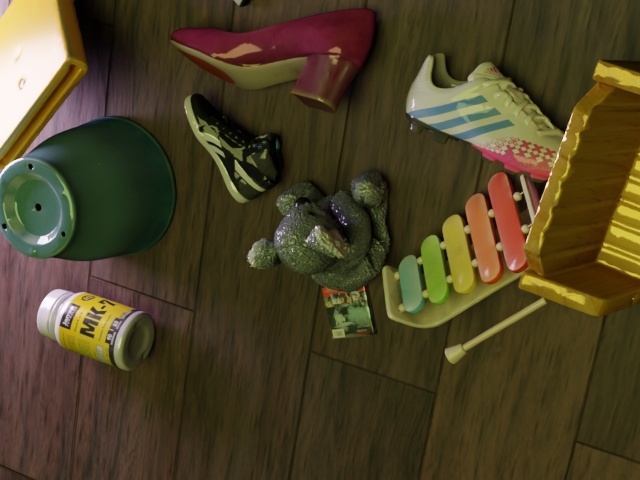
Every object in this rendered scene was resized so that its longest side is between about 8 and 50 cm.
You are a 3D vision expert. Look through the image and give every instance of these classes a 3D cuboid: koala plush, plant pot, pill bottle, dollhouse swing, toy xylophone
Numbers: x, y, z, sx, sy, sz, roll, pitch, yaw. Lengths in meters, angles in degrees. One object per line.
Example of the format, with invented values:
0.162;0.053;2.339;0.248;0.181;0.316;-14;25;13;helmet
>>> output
0.000;0.000;1.892;0.196;0.221;0.203;-8;93;28;koala plush
-0.448;-0.078;2.090;0.272;0.255;0.271;7;105;26;plant pot
-0.440;0.170;2.220;0.208;0.119;0.119;15;108;23;pill bottle
0.520;-0.038;1.607;0.305;0.315;0.346;30;114;32;dollhouse swing
0.245;0.047;1.811;0.323;0.236;0.081;-41;127;22;toy xylophone

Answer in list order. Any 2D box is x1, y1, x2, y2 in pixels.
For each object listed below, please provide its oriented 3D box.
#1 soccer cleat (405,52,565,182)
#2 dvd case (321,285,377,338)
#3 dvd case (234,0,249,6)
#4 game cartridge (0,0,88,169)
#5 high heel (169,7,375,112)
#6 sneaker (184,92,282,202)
0.286;-0.193;1.770;0.331;0.116;0.143;23;112;21;soccer cleat
0.049;0.114;2.021;0.087;0.013;0.119;-9;96;28;dvd case
-0.179;-0.549;1.949;0.253;0.022;0.180;47;135;10;dvd case
-0.537;-0.333;2.099;0.285;0.053;0.323;-44;44;28;game cartridge
-0.083;-0.348;1.953;0.377;0.127;0.181;22;82;25;high heel
-0.141;-0.185;2.017;0.121;0.079;0.217;-27;97;26;sneaker
